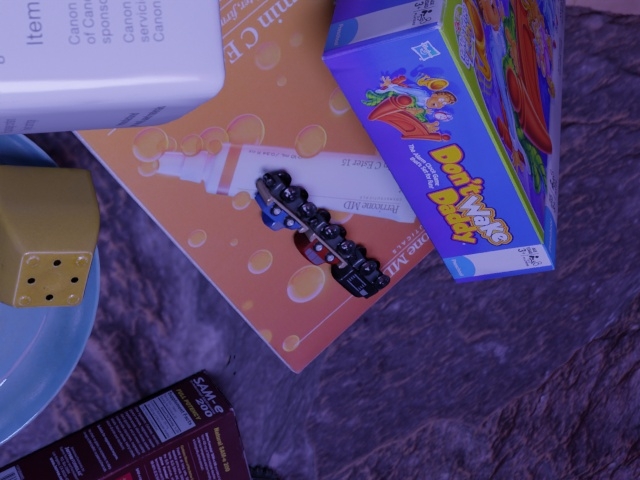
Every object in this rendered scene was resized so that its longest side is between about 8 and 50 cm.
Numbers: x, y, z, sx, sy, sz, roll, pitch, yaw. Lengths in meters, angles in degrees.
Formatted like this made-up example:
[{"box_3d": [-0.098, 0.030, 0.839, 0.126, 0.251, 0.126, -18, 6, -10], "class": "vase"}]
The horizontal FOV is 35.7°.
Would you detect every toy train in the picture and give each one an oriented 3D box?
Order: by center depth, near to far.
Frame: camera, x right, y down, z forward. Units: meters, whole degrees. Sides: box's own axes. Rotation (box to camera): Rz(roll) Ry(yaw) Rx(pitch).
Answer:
[{"box_3d": [0.000, 0.000, 0.731, 0.036, 0.027, 0.158, -40, 134, 8], "class": "toy train"}]

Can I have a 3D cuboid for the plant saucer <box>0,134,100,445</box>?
[{"box_3d": [-0.323, 0.040, 0.731, 0.318, 0.044, 0.317, -14, 119, -26], "class": "plant saucer"}]

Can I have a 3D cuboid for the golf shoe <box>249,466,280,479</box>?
[{"box_3d": [-0.123, 0.307, 1.043, 0.198, 0.077, 0.094, -22, 155, -31], "class": "golf shoe"}]

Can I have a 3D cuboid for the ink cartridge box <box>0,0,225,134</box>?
[{"box_3d": [-0.256, -0.183, 0.438, 0.385, 0.160, 0.279, -5, 93, -19], "class": "ink cartridge box"}]

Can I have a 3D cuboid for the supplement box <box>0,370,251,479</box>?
[{"box_3d": [-0.189, 0.237, 0.941, 0.239, 0.073, 0.130, -24, 129, -20], "class": "supplement box"}]

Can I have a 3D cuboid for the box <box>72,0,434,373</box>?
[{"box_3d": [-0.059, -0.096, 0.762, 0.215, 0.168, 0.345, -42, 133, -6], "class": "box"}]

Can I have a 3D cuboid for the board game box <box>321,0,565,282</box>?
[{"box_3d": [0.113, -0.177, 0.746, 0.233, 0.078, 0.347, 54, 37, -42], "class": "board game box"}]

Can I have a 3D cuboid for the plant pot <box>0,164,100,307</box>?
[{"box_3d": [-0.198, 0.004, 0.700, 0.081, 0.083, 0.081, 1, 125, -31], "class": "plant pot"}]
